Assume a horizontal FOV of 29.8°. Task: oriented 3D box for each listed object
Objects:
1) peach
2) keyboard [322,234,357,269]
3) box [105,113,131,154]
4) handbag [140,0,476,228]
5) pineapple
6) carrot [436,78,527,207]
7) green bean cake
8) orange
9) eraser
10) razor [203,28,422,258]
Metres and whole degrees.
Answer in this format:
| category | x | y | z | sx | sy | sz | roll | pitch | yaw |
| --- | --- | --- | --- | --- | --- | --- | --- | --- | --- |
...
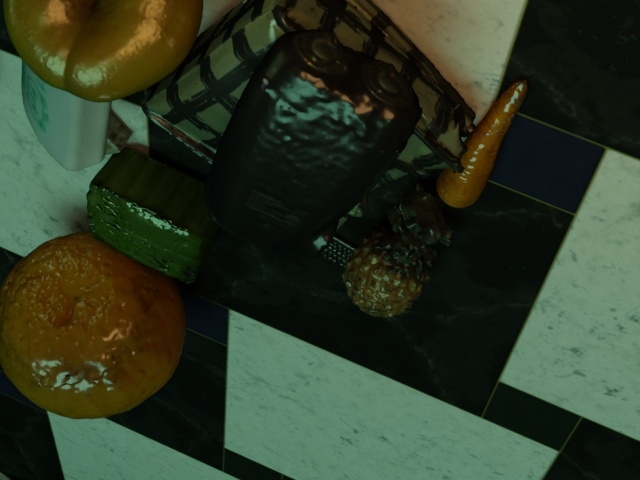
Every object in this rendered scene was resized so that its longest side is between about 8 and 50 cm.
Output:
| category | x | y | z | sx | sy | sz | roll | pitch | yaw |
| --- | --- | --- | --- | --- | --- | --- | --- | --- | --- |
| peach | -0.268 | -0.293 | 1.475 | 0.251 | 0.251 | 0.153 | 24 | 169 | 6 |
| keyboard | 0.000 | 0.000 | 1.899 | 0.195 | 0.018 | 0.060 | 30 | 146 | -3 |
| box | -0.349 | -0.180 | 1.882 | 0.062 | 0.045 | 0.098 | -9 | 134 | 46 |
| handbag | -0.011 | -0.169 | 1.529 | 0.327 | 0.162 | 0.325 | 39 | 144 | -21 |
| pineapple | 0.121 | 0.016 | 1.736 | 0.128 | 0.128 | 0.248 | 30 | 145 | -3 |
| carrot | 0.208 | -0.116 | 1.535 | 0.061 | 0.061 | 0.256 | 28 | 146 | 1 |
| green bean cake | -0.270 | -0.039 | 1.959 | 0.214 | 0.113 | 0.200 | 27 | 151 | 2 |
| orange | -0.406 | 0.157 | 2.146 | 0.340 | 0.340 | 0.293 | 19 | 159 | 14 |
| eraser | -0.356 | -0.249 | 1.689 | 0.189 | 0.104 | 0.290 | 56 | 153 | 18 |
| razor | -0.022 | -0.100 | 1.406 | 0.189 | 0.107 | 0.327 | 23 | 144 | -9 |
